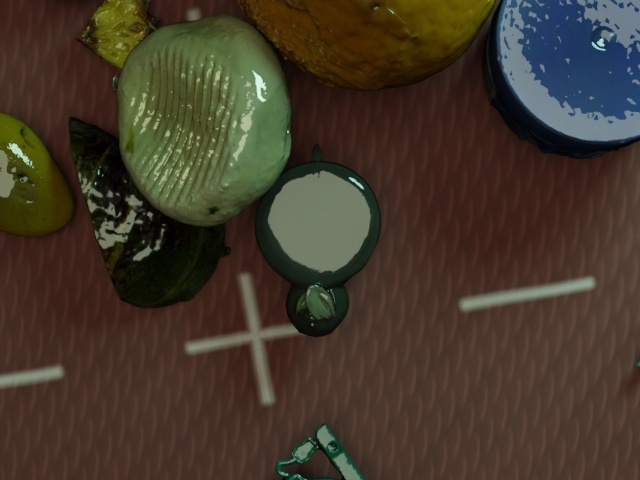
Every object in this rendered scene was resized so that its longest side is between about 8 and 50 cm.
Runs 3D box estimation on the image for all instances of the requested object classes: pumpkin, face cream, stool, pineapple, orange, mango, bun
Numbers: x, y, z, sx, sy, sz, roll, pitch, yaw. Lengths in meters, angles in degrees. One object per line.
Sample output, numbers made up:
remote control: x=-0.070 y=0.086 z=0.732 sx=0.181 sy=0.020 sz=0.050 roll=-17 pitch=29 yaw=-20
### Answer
pumpkin: x=-0.219 y=-0.051 z=1.691 sx=0.163 sy=0.111 sz=0.279 roll=-17 pitch=91 yaw=-1
face cream: x=0.326 y=-0.229 z=1.591 sx=0.248 sy=0.225 sz=0.249 roll=0 pitch=90 yaw=3
stool: x=-0.009 y=-0.002 z=1.664 sx=0.153 sy=0.139 sz=0.228 roll=23 pitch=95 yaw=2
pineapple: x=-0.263 y=-0.271 z=1.707 sx=0.116 sy=0.069 sz=0.137 roll=-6 pitch=84 yaw=9
orange: x=0.059 y=-0.349 z=1.547 sx=0.340 sy=0.340 sz=0.293 roll=46 pitch=69 yaw=0
mango: x=-0.406 y=-0.083 z=1.705 sx=0.195 sy=0.098 sz=0.137 roll=35 pitch=91 yaw=-4
bun: x=-0.130 y=-0.156 z=1.610 sx=0.259 sy=0.160 sz=0.259 roll=3 pitch=96 yaw=36

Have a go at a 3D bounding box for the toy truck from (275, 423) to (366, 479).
toy truck: x=0.066 y=0.419 z=1.672 sx=0.363 sy=0.176 sz=0.178 roll=45 pitch=82 yaw=1

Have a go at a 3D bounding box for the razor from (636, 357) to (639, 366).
razor: x=0.482 y=0.211 z=1.705 sx=0.190 sy=0.033 sz=0.066 roll=46 pitch=53 yaw=-3
